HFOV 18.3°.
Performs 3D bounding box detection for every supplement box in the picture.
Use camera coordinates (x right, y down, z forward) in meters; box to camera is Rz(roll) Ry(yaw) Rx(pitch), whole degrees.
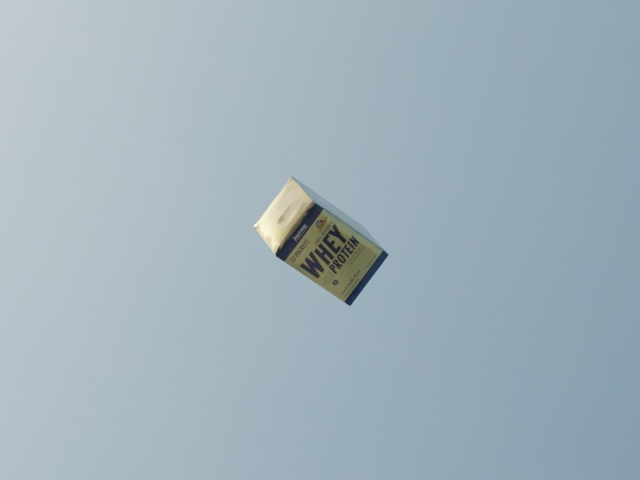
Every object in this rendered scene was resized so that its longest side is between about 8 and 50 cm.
[{"bbox_3d":[0.000,0.000,1.677,0.056,0.083,0.083,-54,-158,6],"label":"supplement box"}]
